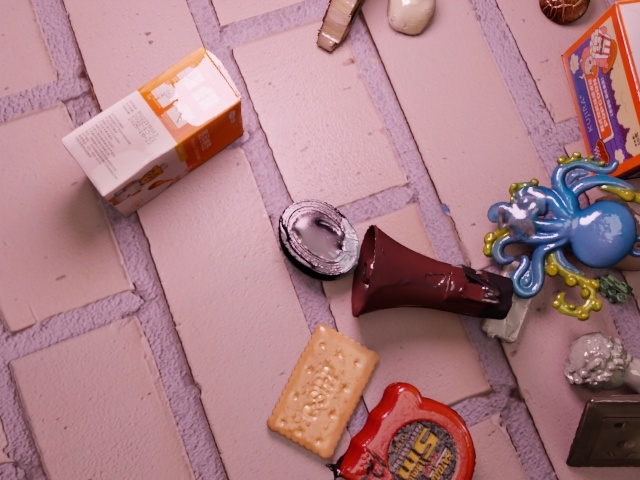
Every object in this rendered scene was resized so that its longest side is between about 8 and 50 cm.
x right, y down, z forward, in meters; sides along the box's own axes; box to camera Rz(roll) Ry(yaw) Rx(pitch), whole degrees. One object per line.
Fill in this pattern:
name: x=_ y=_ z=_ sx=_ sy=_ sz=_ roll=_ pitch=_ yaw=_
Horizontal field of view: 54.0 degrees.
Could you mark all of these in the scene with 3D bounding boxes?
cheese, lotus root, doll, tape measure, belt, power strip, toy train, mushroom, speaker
cheese: x=0.739 y=0.009 z=1.434 sx=0.286 sy=0.082 sz=0.163 roll=25 pitch=79 yaw=-2
lotus root: x=0.078 y=-0.582 z=1.441 sx=0.074 sy=0.261 sz=0.170 roll=27 pitch=46 yaw=0
doll: x=0.534 y=-0.019 z=1.363 sx=0.341 sy=0.099 sz=0.346 roll=19 pitch=92 yaw=18
tape measure: x=0.182 y=0.439 z=1.285 sx=0.260 sy=0.114 sz=0.253 roll=36 pitch=78 yaw=-1
belt: x=0.000 y=0.000 z=1.370 sx=0.198 sy=0.078 sz=0.151 roll=43 pitch=75 yaw=6
power strip: x=0.425 y=0.135 z=1.402 sx=0.081 sy=0.035 sz=0.192 roll=24 pitch=79 yaw=0
toy train: x=0.663 y=0.107 z=1.430 sx=0.083 sy=0.033 sz=0.053 roll=39 pitch=74 yaw=3
power strip: x=0.647 y=0.377 z=1.284 sx=0.251 sy=0.257 sz=0.092 roll=3 pitch=42 yaw=9
mushroom: x=0.595 y=-0.594 z=1.530 sx=0.126 sy=0.085 sz=0.109 roll=31 pitch=79 yaw=7
speaker: x=0.241 y=0.071 z=1.277 sx=0.329 sy=0.259 sz=0.198 roll=8 pitch=62 yaw=0

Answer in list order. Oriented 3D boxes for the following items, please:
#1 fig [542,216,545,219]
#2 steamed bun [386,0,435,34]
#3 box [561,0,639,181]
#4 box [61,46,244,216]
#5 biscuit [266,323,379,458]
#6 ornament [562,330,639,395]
fig: x=0.550 y=-0.053 z=1.432 sx=0.087 sy=0.074 sz=0.074 roll=-22 pitch=81 yaw=7
steamed bun: x=0.218 y=-0.563 z=1.488 sx=0.112 sy=0.091 sz=0.130 roll=13 pitch=78 yaw=-4
box: x=0.776 y=-0.334 z=1.411 sx=0.318 sy=0.257 sz=0.349 roll=-10 pitch=81 yaw=-5
box: x=-0.328 y=-0.220 z=1.309 sx=0.341 sy=0.225 sz=0.143 roll=-38 pitch=87 yaw=-10
biscuit: x=0.008 y=0.318 z=1.333 sx=0.160 sy=0.030 sz=0.250 roll=29 pitch=78 yaw=1
ornament: x=0.670 y=0.287 z=1.349 sx=0.285 sy=0.120 sz=0.130 roll=19 pitch=86 yaw=0
